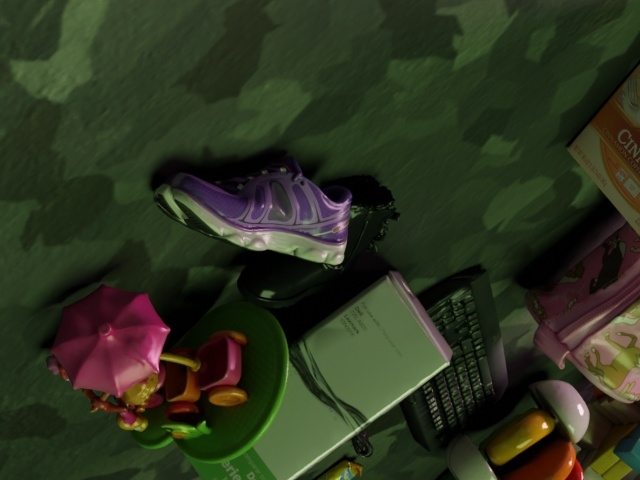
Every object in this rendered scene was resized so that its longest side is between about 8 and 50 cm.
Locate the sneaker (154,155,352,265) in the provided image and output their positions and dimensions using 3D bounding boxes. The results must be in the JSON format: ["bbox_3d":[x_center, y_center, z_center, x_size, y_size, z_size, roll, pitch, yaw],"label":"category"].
[{"bbox_3d":[-0.046,-0.030,1.097,0.170,0.068,0.071,11,96,-45],"label":"sneaker"}]

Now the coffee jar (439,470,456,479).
[{"bbox_3d":[0.201,0.358,1.801,0.079,0.184,0.096,-1,136,-46],"label":"coffee jar"}]

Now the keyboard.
[{"bbox_3d":[0.099,0.147,1.535,0.201,0.033,0.317,-31,151,-5],"label":"keyboard"}]

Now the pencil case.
[{"bbox_3d":[0.374,-0.010,1.453,0.167,0.160,0.386,35,112,-25],"label":"pencil case"}]

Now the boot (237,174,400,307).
[{"bbox_3d":[0.000,0.000,1.191,0.121,0.045,0.099,-10,143,-42],"label":"boot"}]

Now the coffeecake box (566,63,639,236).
[{"bbox_3d":[0.320,-0.092,1.279,0.068,0.142,0.185,1,136,-47],"label":"coffeecake box"}]

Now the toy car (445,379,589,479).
[{"bbox_3d":[0.231,0.242,1.679,0.159,0.136,0.182,-34,174,-2],"label":"toy car"}]

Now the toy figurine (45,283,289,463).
[{"bbox_3d":[-0.139,0.091,1.148,0.173,0.130,0.159,-21,148,36],"label":"toy figurine"}]

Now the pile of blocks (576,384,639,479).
[{"bbox_3d":[0.396,0.159,1.761,0.362,0.112,0.149,-48,-169,19],"label":"pile of blocks"}]

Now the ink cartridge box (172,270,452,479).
[{"bbox_3d":[0.000,0.125,1.281,0.219,0.092,0.160,-36,176,5],"label":"ink cartridge box"}]

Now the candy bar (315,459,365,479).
[{"bbox_3d":[-0.022,0.282,1.628,0.161,0.018,0.040,-37,152,6],"label":"candy bar"}]
